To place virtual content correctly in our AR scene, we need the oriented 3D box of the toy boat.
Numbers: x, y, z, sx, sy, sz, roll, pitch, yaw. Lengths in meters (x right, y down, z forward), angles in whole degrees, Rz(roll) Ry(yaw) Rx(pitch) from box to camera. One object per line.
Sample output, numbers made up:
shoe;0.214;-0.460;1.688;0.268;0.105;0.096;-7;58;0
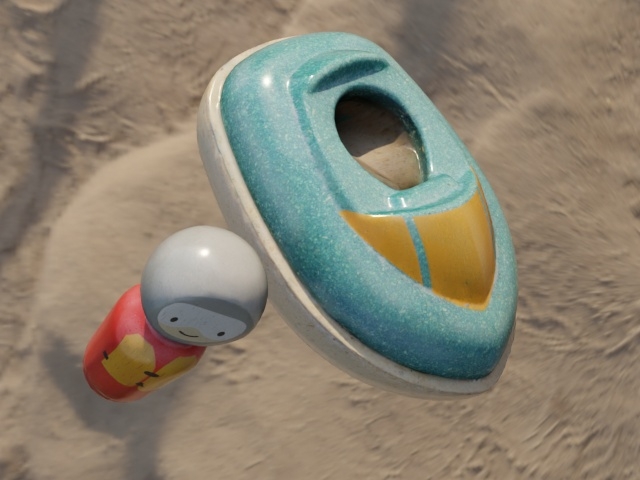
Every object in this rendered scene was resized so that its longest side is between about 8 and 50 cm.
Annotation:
toy boat;0.000;0.000;0.887;0.267;0.318;0.148;55;137;6
